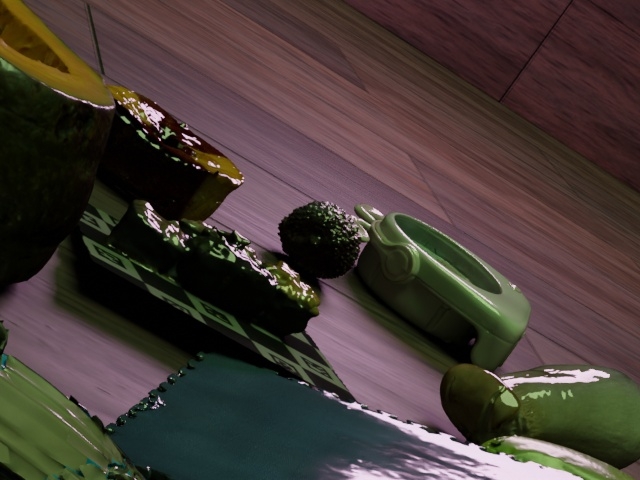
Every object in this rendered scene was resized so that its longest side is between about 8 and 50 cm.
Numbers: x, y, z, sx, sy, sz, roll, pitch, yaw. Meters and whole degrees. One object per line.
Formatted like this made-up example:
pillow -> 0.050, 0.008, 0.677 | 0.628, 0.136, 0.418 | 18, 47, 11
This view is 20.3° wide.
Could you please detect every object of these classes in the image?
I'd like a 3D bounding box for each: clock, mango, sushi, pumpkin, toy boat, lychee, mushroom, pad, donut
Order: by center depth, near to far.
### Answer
toy boat -> -0.133, 0.099, 0.829 | 0.210, 0.066, 0.084 | 40, 44, -23
pad -> 0.022, 0.132, 1.026 | 0.269, 0.012, 0.269 | 20, 12, 10
pumpkin -> -0.266, -0.113, 1.079 | 0.317, 0.139, 0.222 | 48, 14, 33
sushi -> -0.065, 0.018, 1.237 | 0.215, 0.050, 0.192 | 30, 7, -20
mango -> 0.182, 0.187, 1.263 | 0.165, 0.074, 0.091 | 34, 15, -5
donut -> -0.131, -0.068, 1.408 | 0.140, 0.059, 0.140 | 33, 13, -9
mushroom -> 0.182, 0.142, 1.413 | 0.116, 0.093, 0.225 | 22, 13, 33
lychee -> 0.000, 0.000, 1.496 | 0.083, 0.068, 0.067 | -81, 157, -78
clock -> 0.100, 0.035, 1.616 | 0.191, 0.062, 0.151 | 36, 14, 3
